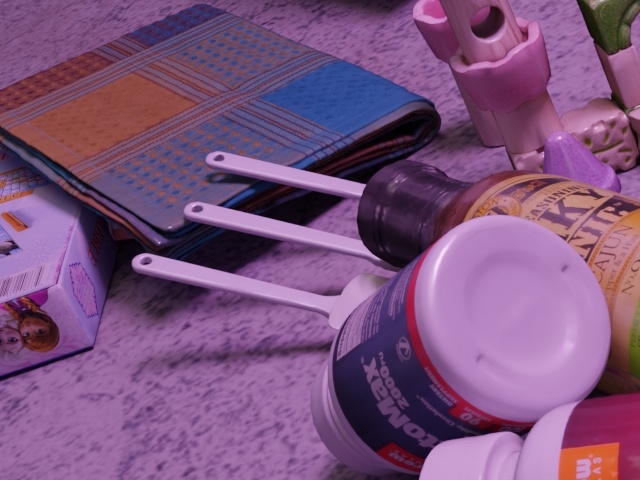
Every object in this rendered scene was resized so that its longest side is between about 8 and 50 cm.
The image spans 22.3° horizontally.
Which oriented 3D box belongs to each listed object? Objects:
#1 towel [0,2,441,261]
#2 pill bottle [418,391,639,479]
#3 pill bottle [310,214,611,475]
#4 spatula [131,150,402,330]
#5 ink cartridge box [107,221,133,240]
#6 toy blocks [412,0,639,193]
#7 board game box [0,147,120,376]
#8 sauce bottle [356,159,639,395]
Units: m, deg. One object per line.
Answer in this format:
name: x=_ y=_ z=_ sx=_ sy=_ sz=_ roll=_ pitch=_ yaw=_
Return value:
towel: x=-0.109 y=-0.103 z=1.363 sx=0.271 sy=0.040 sz=0.370 roll=-27 pitch=32 yaw=-25
pill bottle: x=0.162 y=0.126 z=0.731 sx=0.221 sy=0.121 sz=0.121 roll=-11 pitch=31 yaw=26
pill bottle: x=0.065 y=0.067 z=0.874 sx=0.108 sy=0.108 sz=0.180 roll=-45 pitch=0 yaw=-32
spatula: x=0.000 y=0.000 z=1.123 sx=0.242 sy=0.019 sz=0.168 roll=13 pitch=46 yaw=20
ink cartridge box: x=-0.083 y=-0.059 z=1.375 sx=0.179 sy=0.045 sz=0.145 roll=-3 pitch=30 yaw=4
toy blocks: x=0.211 y=-0.179 z=1.073 sx=0.289 sy=0.260 sz=0.309 roll=-24 pitch=27 yaw=3
board game box: x=-0.322 y=0.026 z=1.378 sx=0.319 sy=0.066 sz=0.318 roll=-18 pitch=29 yaw=13
sauce bottle: x=0.142 y=0.021 z=0.941 sx=0.111 sy=0.111 sz=0.344 roll=-37 pitch=30 yaw=-21
